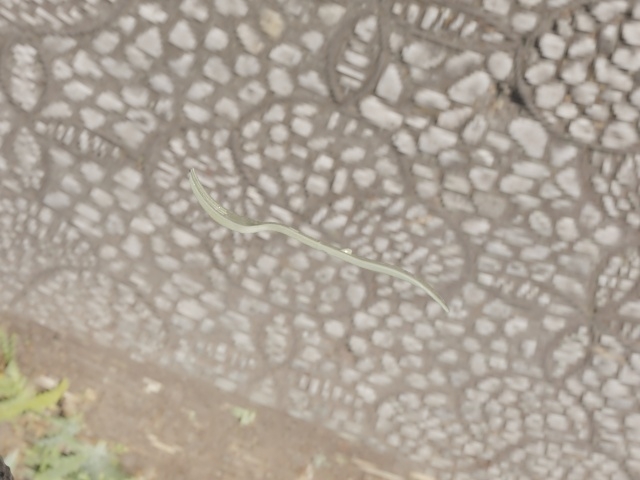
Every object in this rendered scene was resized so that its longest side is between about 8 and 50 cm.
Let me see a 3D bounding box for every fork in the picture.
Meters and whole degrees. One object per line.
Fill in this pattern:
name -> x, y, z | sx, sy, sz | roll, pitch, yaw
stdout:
fork -> -0.003, 0.006, 0.983 | 0.219, 0.028, 0.034 | 26, -177, -3

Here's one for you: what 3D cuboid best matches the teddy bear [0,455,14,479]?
teddy bear -> -0.451, 0.259, 1.395 | 0.151, 0.236, 0.267 | -41, 134, 22
